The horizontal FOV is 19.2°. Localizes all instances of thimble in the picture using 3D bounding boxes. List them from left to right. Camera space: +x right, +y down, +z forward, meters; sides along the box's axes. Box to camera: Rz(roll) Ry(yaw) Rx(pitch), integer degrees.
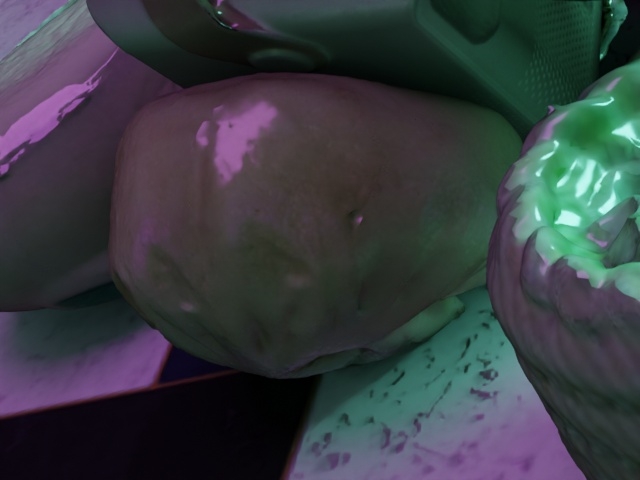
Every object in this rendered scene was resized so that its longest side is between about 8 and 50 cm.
[{"bbox_3d":[0.171,0.015,0.684,0.219,0.150,0.219,-23,32,15],"label":"thimble"}]

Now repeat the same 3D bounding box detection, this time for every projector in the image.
[{"bbox_3d":[0.015,-0.139,0.896,0.177,0.242,0.163,-4,71,29],"label":"projector"}]

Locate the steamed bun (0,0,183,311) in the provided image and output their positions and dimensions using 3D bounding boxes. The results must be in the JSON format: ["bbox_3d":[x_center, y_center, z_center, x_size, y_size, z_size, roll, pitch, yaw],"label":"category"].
[{"bbox_3d":[-0.127,-0.046,1.051,0.228,0.131,0.177,-48,24,-21],"label":"steamed bun"}]

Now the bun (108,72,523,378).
[{"bbox_3d":[0.000,0.000,0.868,0.193,0.128,0.178,1,-12,-12],"label":"bun"}]

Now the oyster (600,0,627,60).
[{"bbox_3d":[0.081,-0.114,1.033,0.177,0.064,0.125,23,76,42],"label":"oyster"}]
